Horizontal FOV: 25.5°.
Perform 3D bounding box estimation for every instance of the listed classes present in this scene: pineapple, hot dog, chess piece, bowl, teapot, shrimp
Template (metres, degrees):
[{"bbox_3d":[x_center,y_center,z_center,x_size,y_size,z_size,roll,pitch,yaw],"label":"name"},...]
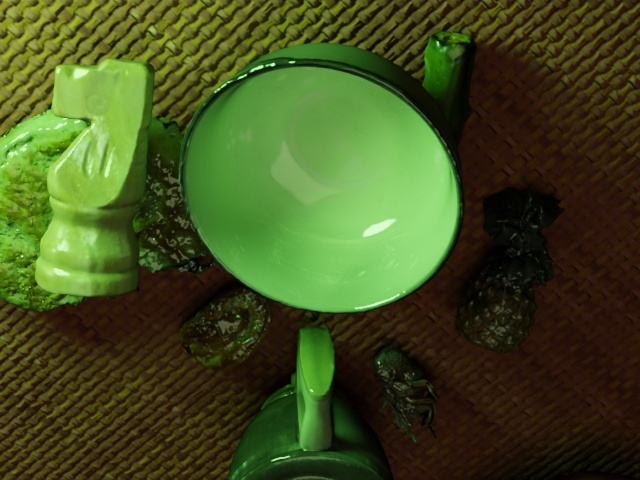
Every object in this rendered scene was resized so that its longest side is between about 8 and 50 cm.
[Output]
[{"bbox_3d":[0.260,0.037,1.932,0.119,0.111,0.237,-2,119,-38],"label":"pineapple"},{"bbox_3d":[-0.134,0.125,2.005,0.147,0.065,0.099,-36,106,23],"label":"hot dog"},{"bbox_3d":[-0.276,-0.082,1.769,0.137,0.137,0.301,8,108,-6],"label":"chess piece"},{"bbox_3d":[0.015,-0.102,1.771,0.354,0.185,0.354,6,122,9],"label":"bowl"},{"bbox_3d":[-0.034,0.290,2.009,0.239,0.239,0.321,-21,125,12],"label":"teapot"},{"bbox_3d":[0.132,0.229,2.072,0.073,0.075,0.190,-41,130,-12],"label":"shrimp"}]

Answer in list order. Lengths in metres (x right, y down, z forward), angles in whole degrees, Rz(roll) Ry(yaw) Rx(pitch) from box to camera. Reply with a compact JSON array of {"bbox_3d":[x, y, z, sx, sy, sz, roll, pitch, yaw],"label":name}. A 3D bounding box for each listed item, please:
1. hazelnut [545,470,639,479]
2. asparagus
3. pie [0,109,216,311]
[{"bbox_3d":[0.388,0.560,2.124,0.429,0.402,0.402,-19,121,5],"label":"hazelnut"},{"bbox_3d":[0.154,-0.142,1.840,0.067,0.060,0.278,-5,125,-21],"label":"asparagus"},{"bbox_3d":[-0.310,-0.041,1.891,0.371,0.078,0.296,-14,122,7],"label":"pie"}]
